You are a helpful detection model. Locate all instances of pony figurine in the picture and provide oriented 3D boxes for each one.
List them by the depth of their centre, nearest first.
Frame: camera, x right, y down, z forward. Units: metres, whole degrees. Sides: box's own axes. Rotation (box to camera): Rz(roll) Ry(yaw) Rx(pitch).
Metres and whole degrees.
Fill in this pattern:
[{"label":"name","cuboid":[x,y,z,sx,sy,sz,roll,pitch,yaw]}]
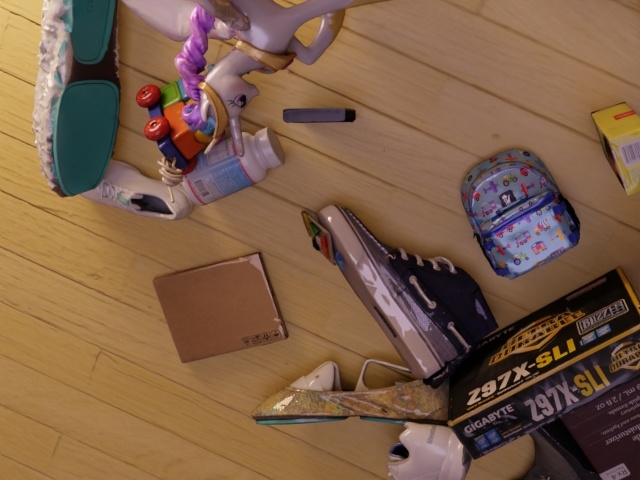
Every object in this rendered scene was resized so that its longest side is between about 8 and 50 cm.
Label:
[{"label":"pony figurine","cuboid":[-0.126,-0.347,1.291,0.363,0.303,0.351,-45,105,-11]}]

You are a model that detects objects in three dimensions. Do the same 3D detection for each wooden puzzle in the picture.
[{"label":"wooden puzzle","cuboid":[0.000,0.000,1.471,0.014,0.116,0.078,-26,121,-18]}]

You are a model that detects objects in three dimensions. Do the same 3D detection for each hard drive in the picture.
[{"label":"hard drive","cuboid":[0.000,-0.193,1.394,0.094,0.135,0.022,0,97,9]}]

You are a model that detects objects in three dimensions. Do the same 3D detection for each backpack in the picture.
[{"label":"backpack","cuboid":[0.304,-0.048,1.402,0.158,0.117,0.173,-26,98,14]}]

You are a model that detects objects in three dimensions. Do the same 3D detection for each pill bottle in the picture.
[{"label":"pill bottle","cuboid":[-0.142,-0.122,1.462,0.160,0.087,0.087,-22,102,14]}]

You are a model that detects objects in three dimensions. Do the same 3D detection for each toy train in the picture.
[{"label":"toy train","cuboid":[-0.186,-0.167,1.388,0.143,0.248,0.105,-29,137,6]}]

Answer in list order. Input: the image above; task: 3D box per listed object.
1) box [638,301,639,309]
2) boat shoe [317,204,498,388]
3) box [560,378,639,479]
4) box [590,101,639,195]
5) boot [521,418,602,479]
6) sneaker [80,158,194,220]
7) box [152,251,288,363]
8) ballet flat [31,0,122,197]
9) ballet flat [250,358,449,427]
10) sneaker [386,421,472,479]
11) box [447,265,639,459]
[{"label":"box","cuboid":[0.677,0.017,1.212,0.293,0.212,0.395,40,67,-4]},{"label":"boat shoe","cuboid":[0.144,0.060,1.470,0.158,0.127,0.340,-33,89,-12]},{"label":"box","cuboid":[0.495,0.281,1.440,0.168,0.167,0.203,-33,99,16]},{"label":"box","cuboid":[0.438,-0.137,1.293,0.058,0.232,0.087,-19,101,16]},{"label":"boot","cuboid":[0.375,0.392,1.541,0.246,0.083,0.161,45,115,-2]},{"label":"sneaker","cuboid":[-0.321,-0.079,1.498,0.212,0.094,0.080,13,109,5]},{"label":"box","cuboid":[-0.174,0.118,1.571,0.201,0.021,0.164,-14,103,13]},{"label":"ballet flat","cuboid":[-0.396,-0.278,1.446,0.147,0.147,0.408,10,102,6]},{"label":"ballet flat","cuboid":[0.055,0.260,1.540,0.349,0.123,0.123,-1,106,10]},{"label":"sneaker","cuboid":[0.173,0.394,1.525,0.129,0.111,0.297,19,134,9]},{"label":"box","cuboid":[0.352,0.182,1.387,0.322,0.257,0.079,-31,100,16]}]
